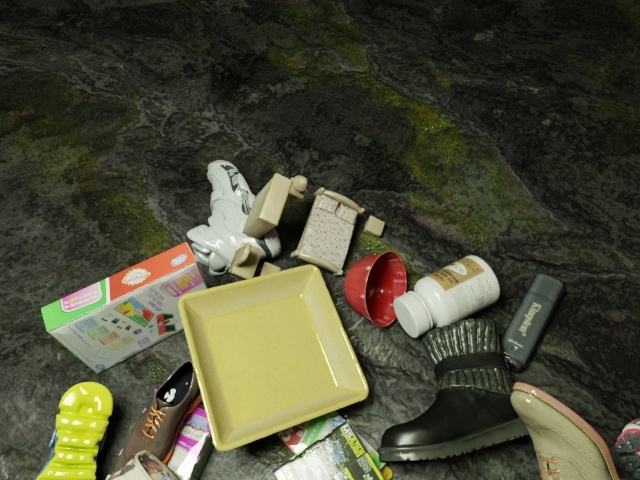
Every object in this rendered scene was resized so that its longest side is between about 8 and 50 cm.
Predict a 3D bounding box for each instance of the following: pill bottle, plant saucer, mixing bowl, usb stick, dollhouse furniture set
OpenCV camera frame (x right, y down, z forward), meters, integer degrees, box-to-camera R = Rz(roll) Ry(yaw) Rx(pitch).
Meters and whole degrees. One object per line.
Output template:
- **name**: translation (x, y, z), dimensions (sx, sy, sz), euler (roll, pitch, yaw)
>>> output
- **pill bottle**: translation (0.299, 0.137, 1.128), dimensions (0.229, 0.131, 0.131), euler (-24, 57, -15)
- **plant saucer**: translation (-0.108, 0.242, 1.025), dimensions (0.333, 0.081, 0.333), euler (-12, 63, -22)
- **mixing bowl**: translation (0.123, 0.113, 1.147), dimensions (0.098, 0.181, 0.181), euler (3, 49, 41)
- **usb stick**: translation (0.508, 0.191, 1.136), dimensions (0.077, 0.045, 0.278), euler (31, 62, 20)
- **dollhouse furniture set**: translation (0.000, 0.000, 1.158), dimensions (0.355, 0.174, 0.303), euler (24, 69, -16)

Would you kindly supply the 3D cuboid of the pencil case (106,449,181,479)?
- **pencil case**: translation (-0.375, 0.547, 0.731), dimensions (0.183, 0.160, 0.410), euler (24, 58, 35)

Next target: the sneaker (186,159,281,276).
- **sneaker**: translation (-0.277, -0.066, 1.286), dimensions (0.210, 0.137, 0.366), euler (-26, 61, -19)

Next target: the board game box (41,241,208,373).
- **board game box**: translation (-0.411, 0.159, 1.071), dimensions (0.316, 0.242, 0.064), euler (-26, 58, -17)

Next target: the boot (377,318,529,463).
- **boot**: translation (0.257, 0.316, 1.000), dimensions (0.348, 0.131, 0.260), euler (-6, 61, -16)

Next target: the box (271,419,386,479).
- **box**: translation (0.029, 0.483, 0.910), dimensions (0.184, 0.045, 0.191), euler (-29, 59, -15)

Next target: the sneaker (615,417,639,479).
- **sneaker**: translation (0.717, 0.475, 0.892), dimensions (0.112, 0.121, 0.299), euler (-12, 58, -44)

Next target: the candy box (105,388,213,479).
- **candy box**: translation (-0.322, 0.448, 0.966), dimensions (0.159, 0.071, 0.233), euler (16, 56, 12)

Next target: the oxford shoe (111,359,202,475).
- **oxford shoe**: translation (-0.324, 0.357, 0.925), dimensions (0.097, 0.098, 0.271), euler (19, 56, 15)

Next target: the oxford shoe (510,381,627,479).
- **oxford shoe**: translation (0.457, 0.421, 0.865), dimensions (0.130, 0.123, 0.348), euler (-39, 89, -16)

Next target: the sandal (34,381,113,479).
- **sandal**: translation (-0.500, 0.455, 0.939), dimensions (0.126, 0.138, 0.317), euler (21, 57, -15)

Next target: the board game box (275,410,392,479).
- **board game box**: translation (0.018, 0.435, 0.989), dimensions (0.259, 0.039, 0.124), euler (40, 66, 23)
